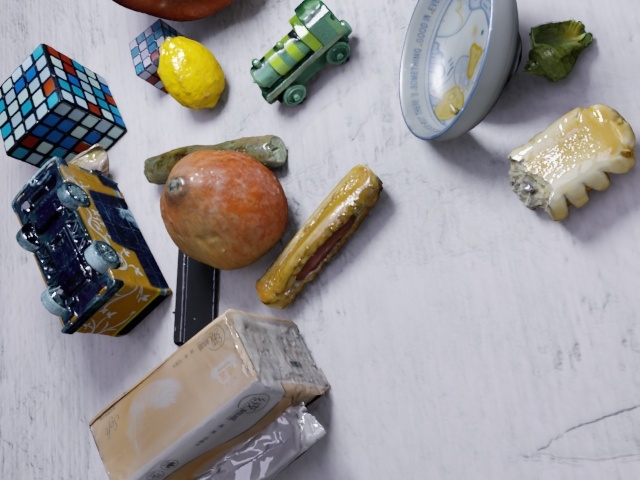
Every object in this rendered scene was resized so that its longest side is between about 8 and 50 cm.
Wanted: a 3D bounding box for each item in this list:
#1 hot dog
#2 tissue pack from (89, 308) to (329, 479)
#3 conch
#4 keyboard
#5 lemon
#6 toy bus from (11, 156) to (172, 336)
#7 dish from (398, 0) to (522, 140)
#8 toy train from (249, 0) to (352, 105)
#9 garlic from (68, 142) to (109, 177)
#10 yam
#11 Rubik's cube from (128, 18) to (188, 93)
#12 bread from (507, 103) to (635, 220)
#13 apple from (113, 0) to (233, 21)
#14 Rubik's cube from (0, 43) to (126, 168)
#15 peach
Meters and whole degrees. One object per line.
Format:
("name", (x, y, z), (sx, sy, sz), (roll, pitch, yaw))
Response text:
("hot dog", (0.000, -0.001, 1.225), (0.289, 0.068, 0.083), (-50, 33, 15))
("tissue pack", (-0.151, 0.284, 1.144), (0.305, 0.238, 0.239), (-39, 58, 16))
("conch", (0.340, -0.280, 1.084), (0.121, 0.074, 0.089), (-35, 96, -6))
("keyboard", (-0.230, 0.038, 1.387), (0.100, 0.018, 0.310), (-11, 70, 28))
("lemon", (-0.251, -0.323, 1.440), (0.114, 0.114, 0.155), (-33, 103, 20))
("toy bus", (-0.438, 0.015, 1.423), (0.162, 0.194, 0.323), (-42, 61, 16))
("dish", (0.235, -0.275, 1.116), (0.273, 0.133, 0.274), (-172, 90, -71))
("toy train", (-0.040, -0.326, 1.308), (0.200, 0.132, 0.083), (-42, 57, 13))
("garlic", (-0.507, -0.123, 1.563), (0.195, 0.101, 0.087), (-36, 83, 9))
("yam", (-0.204, -0.150, 1.399), (0.317, 0.071, 0.067), (-5, 109, 31))
("Rubik's cube", (-0.321, -0.375, 1.526), (0.092, 0.092, 0.092), (-32, 60, 21))
("bread", (0.343, -0.105, 1.023), (0.177, 0.084, 0.119), (-35, 61, 18))
("apple", (-0.290, -0.577, 1.419), (0.348, 0.348, 0.277), (-19, 73, 27))
("Rubik's cube", (-0.557, -0.270, 1.591), (0.184, 0.182, 0.187), (-37, 60, 18))
("peach", (-0.174, -0.054, 1.255), (0.232, 0.232, 0.233), (-10, 70, 30))
